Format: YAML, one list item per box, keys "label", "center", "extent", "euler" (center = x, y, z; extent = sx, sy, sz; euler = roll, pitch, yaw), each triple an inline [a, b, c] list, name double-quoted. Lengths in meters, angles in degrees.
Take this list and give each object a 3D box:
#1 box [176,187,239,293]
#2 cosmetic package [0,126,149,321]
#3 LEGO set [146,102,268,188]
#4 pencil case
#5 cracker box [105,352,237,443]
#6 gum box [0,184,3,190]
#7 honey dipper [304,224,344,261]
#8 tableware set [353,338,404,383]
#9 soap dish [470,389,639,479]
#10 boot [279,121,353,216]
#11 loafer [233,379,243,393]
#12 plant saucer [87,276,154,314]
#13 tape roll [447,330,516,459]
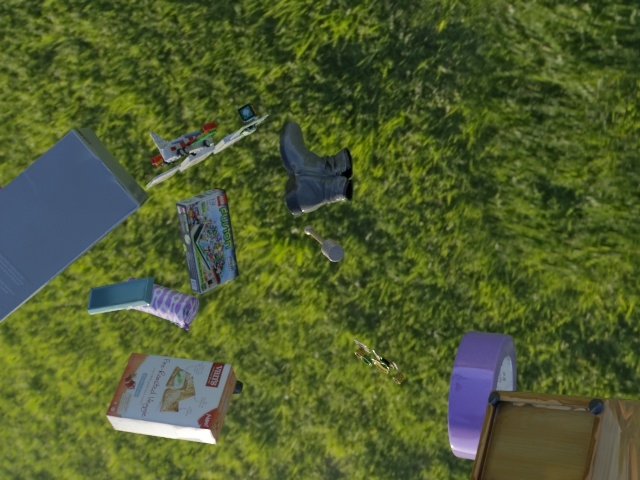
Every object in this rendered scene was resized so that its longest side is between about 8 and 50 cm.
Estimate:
- label: "box"
  center: [-0.244, 0.000, 1.753]
  extent: [0.036, 0.114, 0.207]
  euler: [15, 121, 42]
- label: "cosmetic package"
  center: [-0.346, -0.022, 1.009]
  extent: [0.238, 0.107, 0.127]
  euler: [-38, 100, 0]
- label: "LEGO set"
  center: [-0.179, -0.158, 1.228]
  extent: [0.060, 0.182, 0.244]
  euler: [61, 159, -5]
- label: "pencil case"
  center: [-0.407, 0.158, 2.037]
  extent: [0.206, 0.086, 0.088]
  euler: [16, 92, 18]
- label: "cracker box"
  center: [-0.308, 0.326, 1.682]
  extent: [0.232, 0.156, 0.067]
  euler: [5, 140, 12]
- label: "gum box"
  center: [-0.775, -0.040, 1.912]
  extent: [0.188, 0.107, 0.062]
  euler: [52, 140, 18]
- label: "honey dipper"
  center: [0.000, 0.000, 1.406]
  extent: [0.030, 0.160, 0.031]
  euler: [-6, 107, -19]
- label: "tableware set"
  center: [0.139, 0.299, 1.942]
  extent: [0.154, 0.024, 0.104]
  euler: [25, 156, 45]
- label: "soap dish"
  center: [0.374, 0.350, 1.289]
  extent: [0.118, 0.229, 0.290]
  euler: [28, 159, -29]
- label: "boot"
  center: [0.000, -0.177, 1.818]
  extent: [0.161, 0.247, 0.083]
  euler: [-18, 153, 23]
- label: "loafer"
  center: [-0.289, 0.355, 1.865]
  extent: [0.076, 0.223, 0.078]
  euler: [168, 102, -70]
- label: "plant saucer"
  center: [-0.461, 0.125, 1.844]
  extent: [0.192, 0.067, 0.018]
  euler: [-11, 152, 30]
- label: "tape roll"
  center: [0.355, 0.337, 1.747]
  extent: [0.090, 0.275, 0.275]
  euler: [4, 121, 25]
